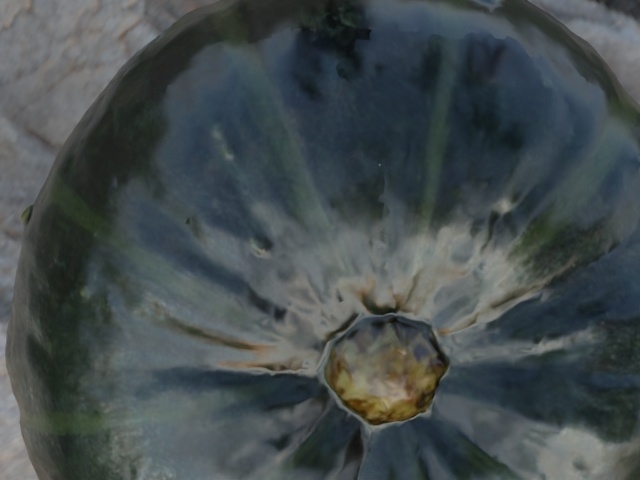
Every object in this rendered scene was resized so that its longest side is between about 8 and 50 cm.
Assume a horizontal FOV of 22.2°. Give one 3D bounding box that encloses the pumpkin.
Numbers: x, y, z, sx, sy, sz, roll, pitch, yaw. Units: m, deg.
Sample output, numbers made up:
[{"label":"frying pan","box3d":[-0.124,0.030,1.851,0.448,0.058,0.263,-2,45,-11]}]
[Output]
[{"label":"pumpkin","box3d":[0.017,0.029,0.705,0.300,0.207,0.300,0,102,0]}]
